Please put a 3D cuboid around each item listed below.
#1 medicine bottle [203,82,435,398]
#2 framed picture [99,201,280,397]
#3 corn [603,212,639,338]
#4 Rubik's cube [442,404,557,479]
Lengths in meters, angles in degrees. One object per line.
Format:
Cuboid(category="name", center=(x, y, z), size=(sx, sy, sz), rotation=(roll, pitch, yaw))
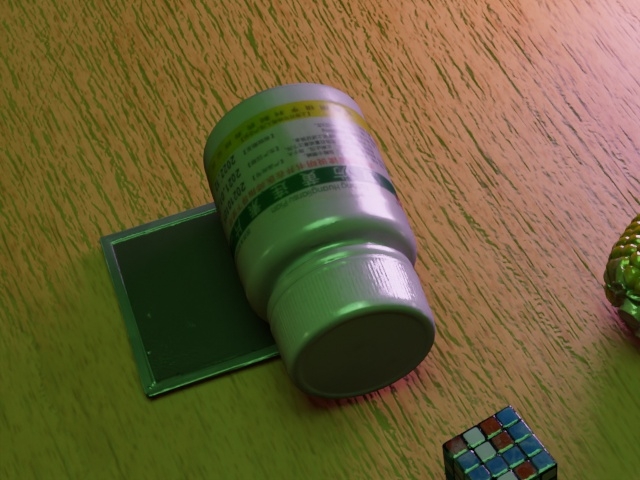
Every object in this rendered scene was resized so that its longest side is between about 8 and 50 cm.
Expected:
Cuboid(category="medicine bottle", center=(0.000, 0.000, 2.020), size=(0.208, 0.208, 0.340), rotation=(-17, 53, -5))
Cuboid(category="framed picture", center=(-0.149, 0.064, 2.113), size=(0.197, 0.014, 0.252), rotation=(-18, 54, -6))
Cuboid(category="corn", center=(0.466, -0.036, 2.034), size=(0.144, 0.144, 0.387), rotation=(28, 59, 25))
Cuboid(category="Rubik's cube", center=(0.196, 0.255, 1.879), size=(0.092, 0.092, 0.092), rotation=(-27, 55, -13))
